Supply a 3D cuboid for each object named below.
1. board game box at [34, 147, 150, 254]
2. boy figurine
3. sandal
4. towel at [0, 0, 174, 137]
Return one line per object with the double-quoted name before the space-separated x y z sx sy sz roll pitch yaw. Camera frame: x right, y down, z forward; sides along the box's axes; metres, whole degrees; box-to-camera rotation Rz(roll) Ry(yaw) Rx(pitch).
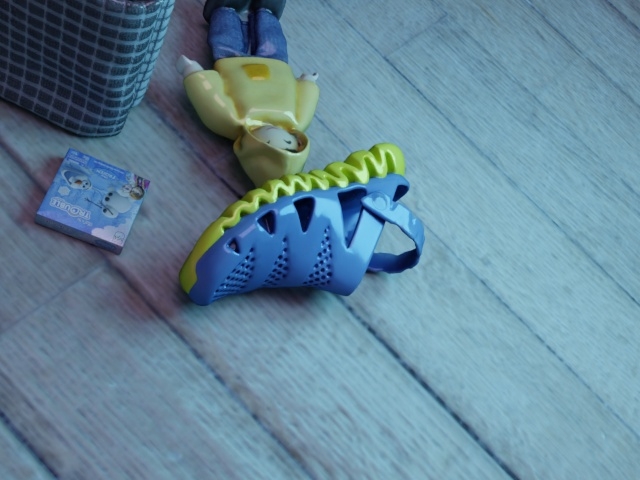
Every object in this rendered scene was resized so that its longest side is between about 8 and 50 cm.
"board game box" -0.231 -0.041 0.864 0.090 0.020 0.090 22 54 -12
"boy figurine" -0.079 -0.176 0.979 0.177 0.092 0.285 7 54 -25
"sandal" 0.000 0.000 0.888 0.317 0.126 0.138 -24 77 -33
"towel" -0.295 -0.241 0.828 0.283 0.235 0.121 27 58 -7
